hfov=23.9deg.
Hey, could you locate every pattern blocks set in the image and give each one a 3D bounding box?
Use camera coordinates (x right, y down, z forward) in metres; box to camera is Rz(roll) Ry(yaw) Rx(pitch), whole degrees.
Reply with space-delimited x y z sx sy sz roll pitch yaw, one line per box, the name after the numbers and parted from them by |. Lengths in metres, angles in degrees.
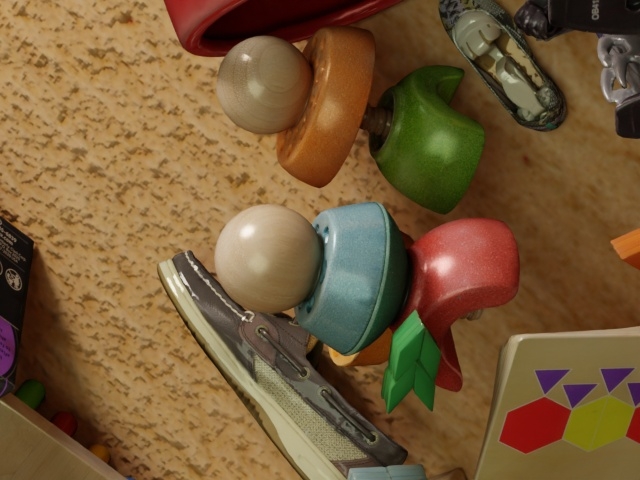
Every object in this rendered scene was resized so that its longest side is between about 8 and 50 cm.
0.179 0.100 0.879 0.325 0.026 0.285 7 124 -20 | pattern blocks set

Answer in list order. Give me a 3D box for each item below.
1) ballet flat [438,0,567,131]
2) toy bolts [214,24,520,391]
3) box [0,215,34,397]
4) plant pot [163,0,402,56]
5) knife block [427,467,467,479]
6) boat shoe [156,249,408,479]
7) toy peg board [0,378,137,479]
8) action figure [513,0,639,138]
0.114 -0.116 0.959 0.041 0.041 0.114 -41 84 24 | ballet flat
0.000 0.000 0.910 0.158 0.228 0.218 14 120 -17 | toy bolts
-0.363 0.066 1.097 0.270 0.143 0.165 -28 131 23 | box
-0.020 -0.222 0.915 0.191 0.191 0.174 -22 83 24 | plant pot
-0.046 0.251 1.072 0.242 0.088 0.275 24 109 15 | knife block
-0.026 0.087 1.043 0.073 0.080 0.223 -38 72 -5 | boat shoe
-0.215 0.196 1.147 0.160 0.079 0.161 37 113 -6 | toy peg board
0.145 -0.175 0.826 0.099 0.285 0.185 -17 127 5 | action figure
